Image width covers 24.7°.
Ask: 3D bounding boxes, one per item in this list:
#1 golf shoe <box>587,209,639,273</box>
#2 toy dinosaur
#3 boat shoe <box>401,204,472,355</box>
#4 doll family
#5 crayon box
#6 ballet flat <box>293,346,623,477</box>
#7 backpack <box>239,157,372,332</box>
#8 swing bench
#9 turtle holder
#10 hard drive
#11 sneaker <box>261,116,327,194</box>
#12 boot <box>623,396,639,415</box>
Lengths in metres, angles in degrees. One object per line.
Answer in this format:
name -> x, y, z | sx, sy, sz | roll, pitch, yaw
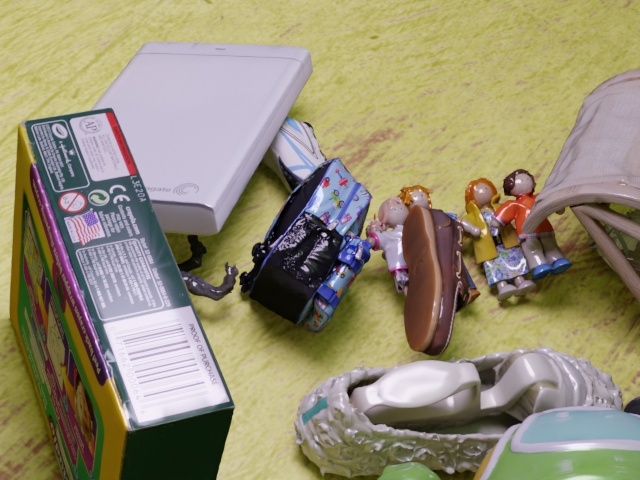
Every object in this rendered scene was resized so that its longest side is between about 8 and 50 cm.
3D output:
golf shoe -> 0.425, -0.006, 1.895 | 0.176, 0.069, 0.086 | -28, 82, -31
toy dinosaur -> -0.163, 0.051, 1.655 | 0.118, 0.064, 0.268 | -35, 64, -20
boat shoe -> 0.136, 0.045, 1.624 | 0.073, 0.073, 0.207 | 21, 45, -19
doll family -> 0.166, -0.001, 1.778 | 0.263, 0.118, 0.163 | -13, 70, -18
crayon box -> -0.206, 0.111, 1.415 | 0.106, 0.313, 0.363 | -11, 54, -21
ballet flat -> 0.174, 0.181, 1.595 | 0.409, 0.147, 0.147 | -5, 51, -22
backpack -> 0.000, 0.000, 1.659 | 0.117, 0.158, 0.173 | 32, 70, 1
swing bench -> 0.411, -0.057, 1.749 | 0.255, 0.165, 0.253 | 38, 48, -8
turtle holder -> 0.241, 0.293, 1.477 | 0.320, 0.243, 0.227 | -24, 29, 18
hard drive -> -0.172, -0.133, 1.749 | 0.233, 0.047, 0.353 | 5, 38, 18
sneaker -> -0.020, -0.097, 1.809 | 0.086, 0.085, 0.237 | -35, 64, -17
boot -> 0.504, 0.231, 1.691 | 0.263, 0.091, 0.229 | 32, 36, 26
